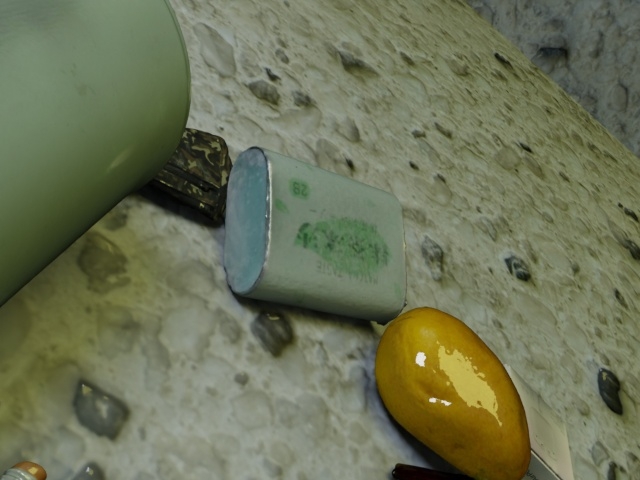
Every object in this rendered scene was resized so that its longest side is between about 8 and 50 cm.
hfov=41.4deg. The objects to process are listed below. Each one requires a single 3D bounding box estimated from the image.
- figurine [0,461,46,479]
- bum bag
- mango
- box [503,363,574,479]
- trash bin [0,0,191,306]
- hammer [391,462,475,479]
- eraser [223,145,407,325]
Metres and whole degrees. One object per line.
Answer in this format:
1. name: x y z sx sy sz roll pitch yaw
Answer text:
1. figurine: -0.201 0.215 0.521 0.147 0.093 0.197 48 28 -18
2. bum bag: -0.196 -0.103 0.924 0.248 0.069 0.102 23 74 -36
3. mango: 0.150 0.180 0.963 0.147 0.109 0.227 -20 66 -33
4. box: 0.259 0.245 1.065 0.130 0.051 0.129 45 28 -17
5. trash bin: -0.280 -0.081 0.603 0.280 0.280 0.432 41 34 -9
6. hammer: 0.140 0.265 0.954 0.178 0.021 0.065 17 41 -35
7. eraser: 0.000 0.000 1.000 0.226 0.081 0.174 16 65 -42
